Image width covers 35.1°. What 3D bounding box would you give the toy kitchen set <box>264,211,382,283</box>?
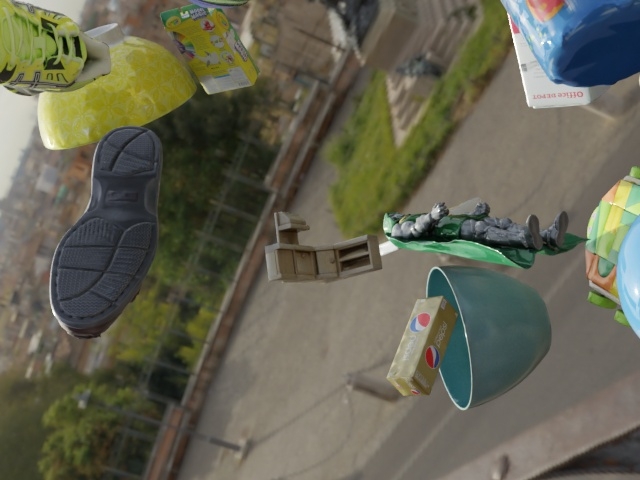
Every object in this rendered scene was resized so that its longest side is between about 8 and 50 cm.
[{"bbox_3d":[0.000,0.000,0.951,0.075,0.083,0.068,-16,77,37],"label":"toy kitchen set"}]

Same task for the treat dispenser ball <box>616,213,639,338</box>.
[{"bbox_3d":[0.574,0.051,1.451,0.288,0.288,0.288,-56,21,36],"label":"treat dispenser ball"}]

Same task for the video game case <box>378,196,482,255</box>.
[{"bbox_3d":[0.183,-0.015,2.018,0.206,0.227,0.026,-25,90,60],"label":"video game case"}]

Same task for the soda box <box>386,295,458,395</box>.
[{"bbox_3d":[0.184,0.189,1.811,0.061,0.058,0.181,-11,41,42],"label":"soda box"}]

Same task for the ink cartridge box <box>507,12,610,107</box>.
[{"bbox_3d":[0.348,-0.276,1.473,0.109,0.150,0.063,3,28,44],"label":"ink cartridge box"}]

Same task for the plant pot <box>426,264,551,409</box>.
[{"bbox_3d":[0.348,0.179,2.035,0.290,0.196,0.290,170,90,-82],"label":"plant pot"}]

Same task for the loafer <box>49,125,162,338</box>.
[{"bbox_3d":[-0.236,-0.001,1.180,0.095,0.109,0.302,95,-179,-50],"label":"loafer"}]

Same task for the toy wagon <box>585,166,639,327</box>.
[{"bbox_3d":[0.558,-0.001,1.849,0.344,0.068,0.267,-126,51,-74],"label":"toy wagon"}]

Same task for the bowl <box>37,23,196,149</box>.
[{"bbox_3d":[-0.380,-0.289,1.780,0.289,0.290,0.156,-122,11,-69],"label":"bowl"}]

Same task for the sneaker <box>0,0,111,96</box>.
[{"bbox_3d":[-0.413,-0.281,1.401,0.385,0.147,0.145,-38,-56,-80],"label":"sneaker"}]

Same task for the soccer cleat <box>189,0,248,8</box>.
[{"bbox_3d":[-0.150,-0.293,0.891,0.121,0.289,0.093,6,79,38],"label":"soccer cleat"}]

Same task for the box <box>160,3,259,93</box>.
[{"bbox_3d":[-0.195,-0.343,1.770,0.105,0.179,0.043,-6,47,30],"label":"box"}]

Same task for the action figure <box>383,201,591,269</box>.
[{"bbox_3d":[0.150,-0.010,1.078,0.232,0.137,0.063,3,96,49],"label":"action figure"}]

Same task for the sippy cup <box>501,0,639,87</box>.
[{"bbox_3d":[0.306,-0.307,1.164,0.240,0.305,0.224,-33,60,36],"label":"sippy cup"}]
